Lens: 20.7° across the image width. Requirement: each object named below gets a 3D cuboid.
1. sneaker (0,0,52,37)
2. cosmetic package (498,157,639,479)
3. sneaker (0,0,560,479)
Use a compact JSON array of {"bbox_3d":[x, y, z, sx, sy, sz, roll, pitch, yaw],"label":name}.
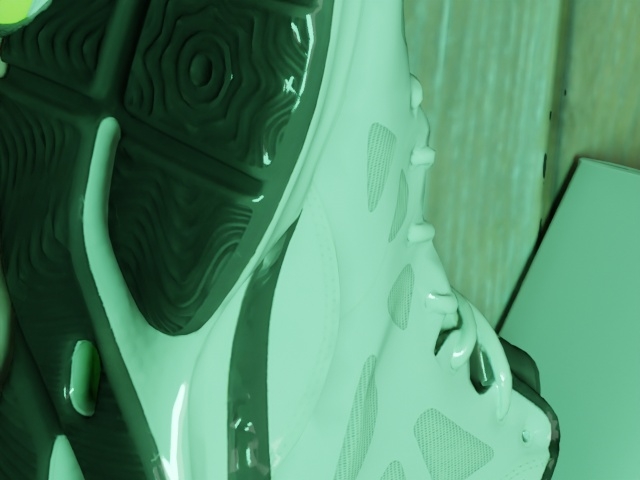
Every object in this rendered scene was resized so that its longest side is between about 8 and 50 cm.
[{"bbox_3d":[-0.135,-0.182,0.662,0.094,0.081,0.208,1,89,-38],"label":"sneaker"},{"bbox_3d":[0.169,0.165,0.936,0.197,0.155,0.365,32,81,-39],"label":"cosmetic package"},{"bbox_3d":[-0.001,0.000,0.783,0.257,0.169,0.447,-5,113,-46],"label":"sneaker"}]
